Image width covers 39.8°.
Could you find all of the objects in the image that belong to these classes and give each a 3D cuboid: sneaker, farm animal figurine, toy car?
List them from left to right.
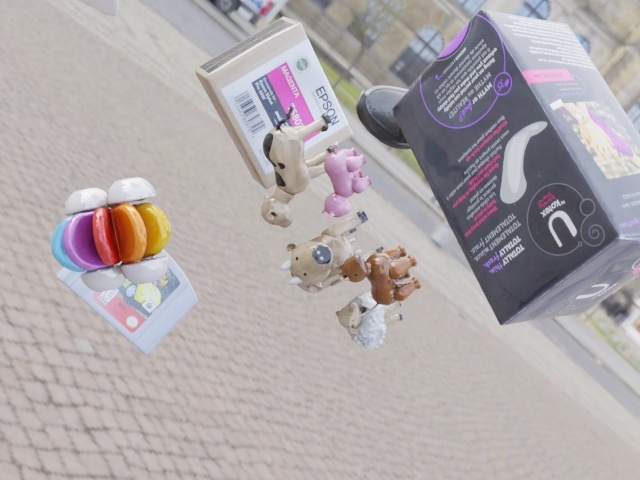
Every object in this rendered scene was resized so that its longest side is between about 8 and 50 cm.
[{"bbox_3d":[-0.320,-0.003,1.317,0.136,0.181,0.159,-20,99,-65],"label":"toy car"},{"bbox_3d":[0.000,0.000,1.406,0.330,0.172,0.327,60,-13,22],"label":"farm animal figurine"},{"bbox_3d":[0.185,-0.176,1.339,0.267,0.101,0.106,21,-12,-3],"label":"sneaker"}]

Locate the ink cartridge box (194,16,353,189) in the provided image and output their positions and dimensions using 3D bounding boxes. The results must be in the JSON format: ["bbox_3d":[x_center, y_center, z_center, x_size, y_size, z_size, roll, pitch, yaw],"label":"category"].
[{"bbox_3d":[-0.078,-0.240,1.551,0.235,0.193,0.088,62,-9,-27],"label":"ink cartridge box"}]

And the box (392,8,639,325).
[{"bbox_3d":[0.217,-0.074,0.890,0.143,0.165,0.270,-2,59,-38],"label":"box"}]

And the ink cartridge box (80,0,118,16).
[{"bbox_3d":[-0.209,-0.357,0.671,0.207,0.119,0.353,28,-28,0],"label":"ink cartridge box"}]

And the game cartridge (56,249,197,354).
[{"bbox_3d":[-0.405,0.097,1.925,0.060,0.196,0.294,24,-21,50],"label":"game cartridge"}]
